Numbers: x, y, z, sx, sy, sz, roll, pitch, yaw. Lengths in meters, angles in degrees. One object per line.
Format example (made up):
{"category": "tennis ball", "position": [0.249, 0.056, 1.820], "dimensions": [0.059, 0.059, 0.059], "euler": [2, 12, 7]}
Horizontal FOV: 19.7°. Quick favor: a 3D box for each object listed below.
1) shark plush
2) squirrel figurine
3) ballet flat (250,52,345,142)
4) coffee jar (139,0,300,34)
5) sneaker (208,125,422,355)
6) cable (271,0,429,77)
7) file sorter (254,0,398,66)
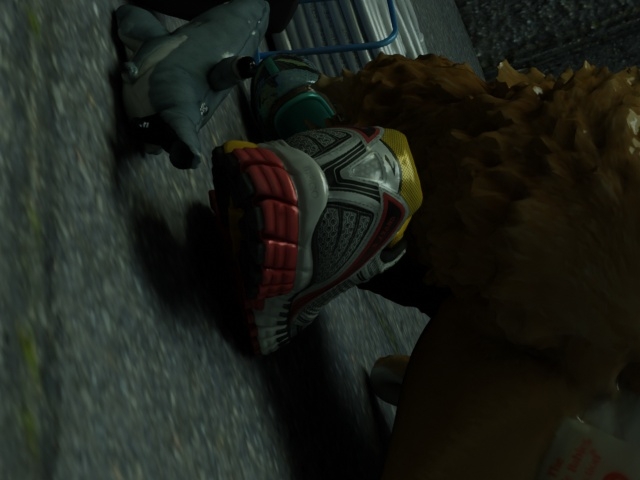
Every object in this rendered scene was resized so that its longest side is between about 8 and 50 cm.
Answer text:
{"category": "shark plush", "position": [-0.059, -0.078, 0.844], "dimensions": [0.161, 0.067, 0.073], "euler": [-70, 139, -75]}
{"category": "squirrel figurine", "position": [0.135, 0.070, 1.071], "dimensions": [0.370, 0.281, 0.397], "euler": [-92, 167, -83]}
{"category": "ballet flat", "position": [0.004, -0.052, 1.187], "dimensions": [0.188, 0.070, 0.070], "euler": [66, 10, -47]}
{"category": "coffee jar", "position": [-0.045, -0.195, 0.974], "dimensions": [0.079, 0.096, 0.184], "euler": [115, -14, -52]}
{"category": "sneaker", "position": [0.000, 0.000, 0.880], "dimensions": [0.225, 0.093, 0.088], "euler": [128, -53, -80]}
{"category": "cable", "position": [0.029, -0.134, 1.402], "dimensions": [0.257, 0.089, 0.257], "euler": [-92, 160, -58]}
{"category": "file sorter", "position": [-0.009, -0.214, 1.155], "dimensions": [0.118, 0.104, 0.170], "euler": [-99, -177, -48]}
